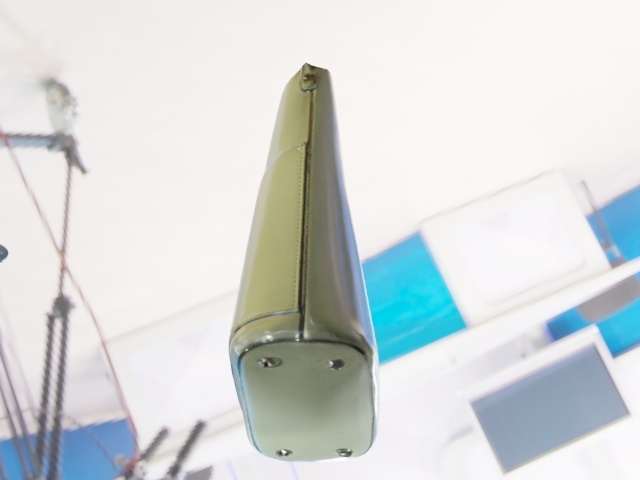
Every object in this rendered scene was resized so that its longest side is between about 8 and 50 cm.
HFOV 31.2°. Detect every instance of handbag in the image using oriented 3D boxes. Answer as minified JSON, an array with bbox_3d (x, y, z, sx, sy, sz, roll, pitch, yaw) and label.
[{"bbox_3d":[0.000,0.000,0.912,0.109,0.315,0.241,3,143,3],"label":"handbag"}]

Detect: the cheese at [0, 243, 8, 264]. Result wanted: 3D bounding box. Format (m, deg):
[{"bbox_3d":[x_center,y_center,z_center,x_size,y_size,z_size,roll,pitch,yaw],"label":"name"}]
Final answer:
[{"bbox_3d":[-0.348,0.063,0.940,0.135,0.245,0.052,22,129,-10],"label":"cheese"}]
